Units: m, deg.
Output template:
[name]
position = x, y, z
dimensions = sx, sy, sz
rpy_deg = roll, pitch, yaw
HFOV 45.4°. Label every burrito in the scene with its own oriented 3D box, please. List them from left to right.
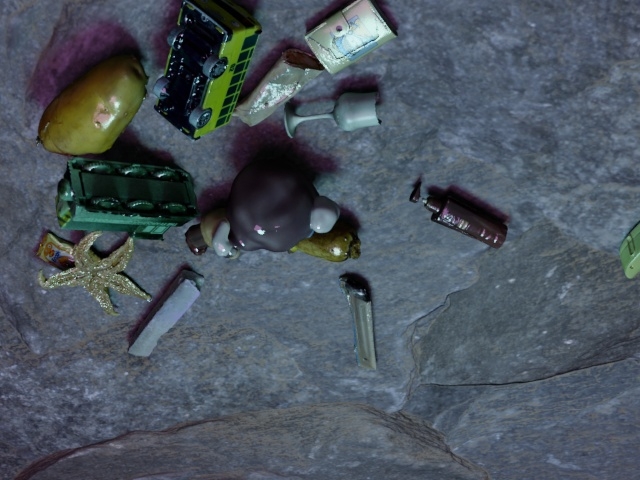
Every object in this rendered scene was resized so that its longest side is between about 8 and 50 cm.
[burrito]
position = -0.097, -0.309, 1.567
dimensions = 0.087, 0.060, 0.226
rpy_deg = 32, 128, -31

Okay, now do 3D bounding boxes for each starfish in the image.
[starfish]
position = -0.566, 0.088, 2.010
dimensions = 0.299, 0.060, 0.302
rpy_deg = -24, 135, 7

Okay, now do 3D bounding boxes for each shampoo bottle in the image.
[shampoo bottle]
position = 0.309, -0.056, 1.719
dimensions = 0.236, 0.067, 0.068
rpy_deg = 23, 91, -12

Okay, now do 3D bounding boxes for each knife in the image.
[knife]
position = 0.108, 0.225, 2.028
dimensions = 0.089, 0.043, 0.365
rpy_deg = 25, 144, 33

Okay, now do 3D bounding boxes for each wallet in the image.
[wallet]
position = 0.056, -0.397, 1.478
dimensions = 0.155, 0.039, 0.110
rpy_deg = -27, 124, 28

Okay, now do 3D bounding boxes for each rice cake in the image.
[rice cake]
position = -0.424, 0.204, 2.085
dimensions = 0.070, 0.064, 0.399
rpy_deg = 23, 132, -24

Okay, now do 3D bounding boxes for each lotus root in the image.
[lotus root]
position = 0.000, 0.000, 1.803
dimensions = 0.190, 0.108, 0.095
rpy_deg = 5, 106, 22

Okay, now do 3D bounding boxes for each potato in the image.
[potato]
position = -0.476, -0.269, 1.597
dimensions = 0.300, 0.173, 0.140
rpy_deg = -27, 142, 30

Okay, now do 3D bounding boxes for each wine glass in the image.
[wine glass]
position = 0.027, -0.261, 1.578
dimensions = 0.195, 0.079, 0.079
rpy_deg = -4, 131, 15

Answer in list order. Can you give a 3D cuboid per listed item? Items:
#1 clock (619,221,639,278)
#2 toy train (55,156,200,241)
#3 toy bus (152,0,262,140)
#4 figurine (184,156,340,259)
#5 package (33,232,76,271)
[clock]
position = 0.845, 0.028, 1.683
dimensions = 0.308, 0.096, 0.235
rpy_deg = 20, 131, -10
[toy train]
position = -0.437, -0.081, 1.702
dimensions = 0.330, 0.139, 0.178
rpy_deg = 3, 152, -43
[toy bus]
position = -0.220, -0.343, 1.498
dimensions = 0.128, 0.150, 0.262
rpy_deg = 40, 132, 14
[figurine]
position = -0.154, -0.033, 1.713
dimensions = 0.365, 0.218, 0.206
rpy_deg = -39, 73, 43
[package]
position = -0.678, 0.037, 2.001
dimensions = 0.120, 0.031, 0.108
rpy_deg = 28, 130, -14
